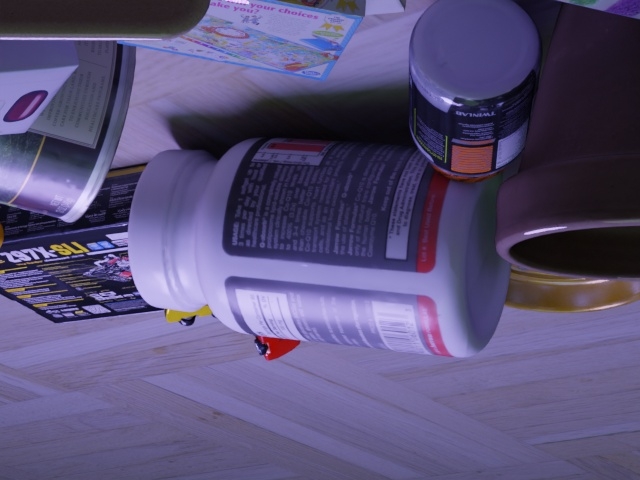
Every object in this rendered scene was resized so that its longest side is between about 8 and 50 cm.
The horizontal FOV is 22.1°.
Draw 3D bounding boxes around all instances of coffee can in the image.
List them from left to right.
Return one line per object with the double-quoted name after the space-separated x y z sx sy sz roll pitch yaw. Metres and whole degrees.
-0.325 -0.144 1.435 0.275 0.201 0.201 14 156 -23 "coffee can"

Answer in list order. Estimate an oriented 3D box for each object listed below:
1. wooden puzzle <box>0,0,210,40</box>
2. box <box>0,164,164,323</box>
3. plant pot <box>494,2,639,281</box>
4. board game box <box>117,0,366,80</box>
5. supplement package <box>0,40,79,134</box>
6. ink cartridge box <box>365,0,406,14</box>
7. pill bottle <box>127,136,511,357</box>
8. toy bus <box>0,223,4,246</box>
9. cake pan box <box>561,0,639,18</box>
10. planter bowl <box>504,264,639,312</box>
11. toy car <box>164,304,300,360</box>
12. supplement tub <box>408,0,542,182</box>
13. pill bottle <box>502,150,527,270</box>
-0.228 -0.298 0.985 0.322 0.347 0.080 1 -159 8 "wooden puzzle"
-0.263 0.012 1.966 0.322 0.079 0.257 -8 153 28 "box"
0.278 -0.097 1.367 0.263 0.229 0.263 3 168 1 "plant pot"
-0.056 -0.156 1.132 0.154 0.026 0.103 9 158 -13 "board game box"
-0.344 -0.186 1.234 0.262 0.204 0.145 -8 166 -29 "supplement package"
-0.063 -0.262 1.137 0.233 0.171 0.168 -3 157 16 "ink cartridge box"
0.000 0.000 1.689 0.363 0.210 0.210 5 159 21 "pill bottle"
-0.513 -0.044 1.754 0.333 0.108 0.130 25 -170 -44 "toy bus"
0.206 -0.273 1.164 0.246 0.070 0.267 9 149 -15 "cake pan box"
0.263 0.002 1.817 0.217 0.090 0.217 4 158 1 "planter bowl"
-0.052 0.029 1.898 0.225 0.053 0.239 -45 144 15 "toy car"
0.137 -0.132 1.484 0.117 0.117 0.190 3 158 4 "supplement tub"
0.330 -0.044 1.600 0.283 0.160 0.160 -4 156 19 "pill bottle"
